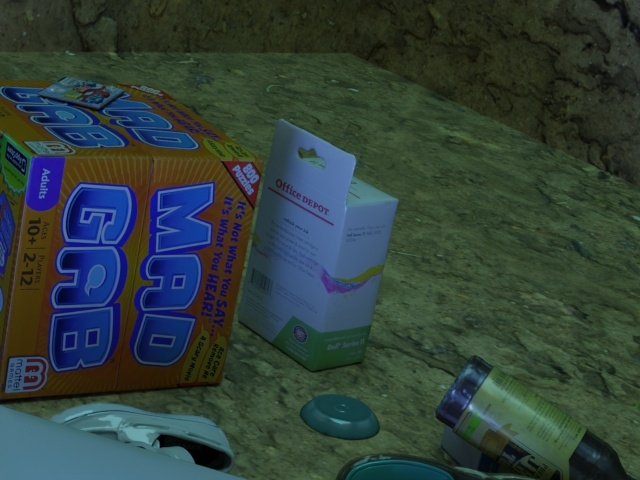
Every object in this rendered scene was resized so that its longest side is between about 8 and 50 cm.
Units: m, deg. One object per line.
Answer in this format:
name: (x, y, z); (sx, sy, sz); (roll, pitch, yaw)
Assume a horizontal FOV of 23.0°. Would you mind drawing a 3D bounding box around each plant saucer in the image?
plant saucer: (0.030, 0.253, 2.291); (0.119, 0.021, 0.119); (10, 19, -4)

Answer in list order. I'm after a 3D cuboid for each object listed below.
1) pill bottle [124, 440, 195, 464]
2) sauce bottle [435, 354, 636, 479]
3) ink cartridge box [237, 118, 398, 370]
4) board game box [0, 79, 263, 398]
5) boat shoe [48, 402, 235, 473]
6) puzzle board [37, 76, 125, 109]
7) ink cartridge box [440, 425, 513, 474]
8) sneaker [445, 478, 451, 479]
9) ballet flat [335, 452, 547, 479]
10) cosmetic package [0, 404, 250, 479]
pill bottle: (-0.246, 0.298, 1.874); (0.193, 0.108, 0.108); (-5, 25, -38)
sauce bottle: (0.321, 0.291, 2.129); (0.344, 0.111, 0.111); (33, 24, 11)
ink cartridge box: (0.000, 0.000, 2.478); (0.119, 0.353, 0.207); (-6, 26, -41)
board game box: (-0.349, -0.013, 2.308); (0.356, 0.356, 0.356); (-1, 23, -34)
boat shoe: (-0.231, 0.263, 2.001); (0.258, 0.095, 0.084); (0, 18, -26)
puzzle board: (-0.354, -0.223, 2.335); (0.096, 0.011, 0.128); (14, 18, 6)
ink cartridge box: (0.279, 0.291, 2.268); (0.180, 0.060, 0.104); (1, 22, -27)
sneaker: (0.116, 0.370, 1.813); (0.282, 0.153, 0.099); (-5, 25, -40)
ballet flat: (0.169, 0.336, 2.036); (0.342, 0.116, 0.124); (7, 0, -15)
cosmetic package: (-0.207, 0.328, 1.671); (0.365, 0.155, 0.197); (17, 24, -3)
